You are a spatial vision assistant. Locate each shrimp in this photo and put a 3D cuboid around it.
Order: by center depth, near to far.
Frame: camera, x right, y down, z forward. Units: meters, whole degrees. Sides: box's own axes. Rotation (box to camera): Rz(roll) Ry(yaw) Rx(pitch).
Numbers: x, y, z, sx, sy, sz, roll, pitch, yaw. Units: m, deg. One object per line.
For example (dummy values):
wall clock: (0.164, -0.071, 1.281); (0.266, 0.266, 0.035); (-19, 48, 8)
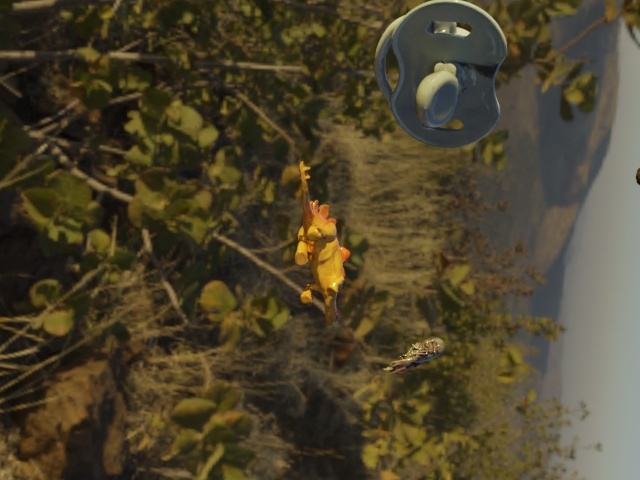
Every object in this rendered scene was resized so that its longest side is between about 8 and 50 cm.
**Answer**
shrimp: (0.127, 0.156, 1.118); (0.029, 0.092, 0.038); (58, -8, 20)

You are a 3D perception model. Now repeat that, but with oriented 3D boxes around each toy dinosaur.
toy dinosaur: (0.000, 0.000, 1.325); (0.117, 0.070, 0.288); (-56, 138, -63)

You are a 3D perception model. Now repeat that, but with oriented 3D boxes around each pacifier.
pacifier: (0.194, -0.260, 1.410); (0.207, 0.227, 0.279); (-70, 162, -51)

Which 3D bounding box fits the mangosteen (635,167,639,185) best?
mangosteen: (0.719, -0.103, 1.400); (0.300, 0.300, 0.300); (5, 90, -72)
